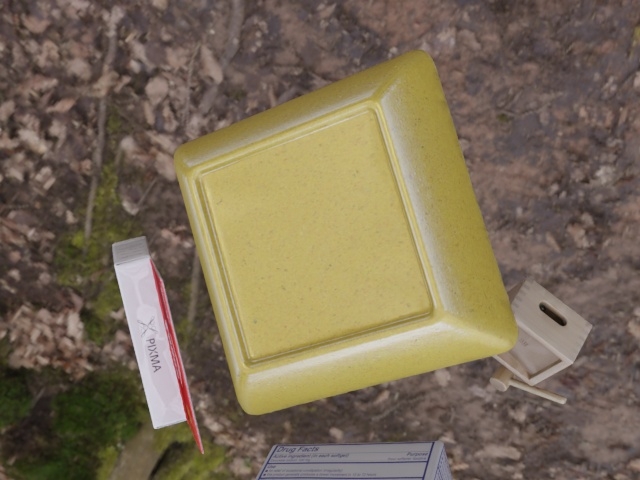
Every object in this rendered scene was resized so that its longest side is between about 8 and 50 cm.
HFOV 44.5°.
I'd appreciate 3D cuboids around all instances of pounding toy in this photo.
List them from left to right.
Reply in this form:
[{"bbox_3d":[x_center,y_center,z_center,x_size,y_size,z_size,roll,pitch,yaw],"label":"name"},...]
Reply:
[{"bbox_3d":[0.347,0.177,1.282,0.181,0.094,0.206,38,149,4],"label":"pounding toy"}]

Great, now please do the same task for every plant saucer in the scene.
[{"bbox_3d":[0.000,0.000,0.833,0.332,0.333,0.081,-19,174,20],"label":"plant saucer"}]

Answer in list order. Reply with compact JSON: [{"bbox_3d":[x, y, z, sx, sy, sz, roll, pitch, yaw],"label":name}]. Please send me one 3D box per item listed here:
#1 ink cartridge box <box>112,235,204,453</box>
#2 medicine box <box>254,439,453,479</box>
[{"bbox_3d":[-0.268,0.166,1.263,0.261,0.066,0.296,-141,39,-68],"label":"ink cartridge box"},{"bbox_3d":[0.026,0.410,1.025,0.263,0.289,0.149,-7,113,23],"label":"medicine box"}]
